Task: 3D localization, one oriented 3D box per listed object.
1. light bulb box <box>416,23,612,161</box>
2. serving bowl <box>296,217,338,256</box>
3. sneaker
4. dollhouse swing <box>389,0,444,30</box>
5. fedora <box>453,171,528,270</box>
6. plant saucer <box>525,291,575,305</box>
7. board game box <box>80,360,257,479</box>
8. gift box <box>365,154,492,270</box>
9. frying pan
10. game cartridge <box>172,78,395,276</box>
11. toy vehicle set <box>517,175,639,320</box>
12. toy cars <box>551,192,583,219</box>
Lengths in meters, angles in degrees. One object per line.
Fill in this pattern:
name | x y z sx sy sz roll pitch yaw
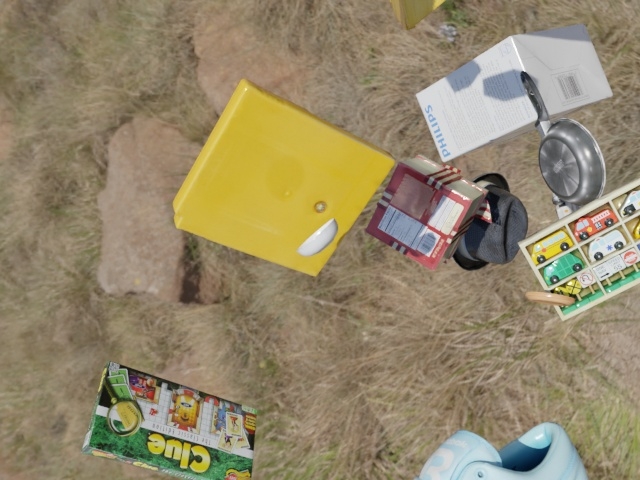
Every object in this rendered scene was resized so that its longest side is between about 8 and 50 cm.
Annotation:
light bulb box | 0.537 -0.410 1.772 0.361 0.358 0.225 -23 88 55
serving bowl | 0.000 0.000 1.048 0.027 0.083 0.083 49 125 -4
sneaker | 0.120 0.274 0.631 0.135 0.365 0.150 -22 77 58
dollhouse swing | 0.305 -0.735 1.544 0.304 0.347 0.315 -16 119 6
fedora | 0.554 -0.043 2.004 0.152 0.334 0.334 27 115 51
plant saucer | 0.404 0.104 1.113 0.083 0.083 0.013 4 81 36
board game box | -0.215 0.284 0.951 0.030 0.259 0.136 -40 35 39
gift box | 0.310 -0.066 1.738 0.276 0.258 0.255 35 113 13
frying pan | 0.512 -0.224 1.351 0.197 0.053 0.326 180 70 -77
game cartridge | -0.067 -0.096 1.127 0.285 0.323 0.053 -55 33 20
toy vehicle set | 0.522 0.012 1.153 0.266 0.035 0.166 -31 92 13
toy cars | 0.713 -0.086 1.785 0.087 0.393 0.177 -16 75 21
